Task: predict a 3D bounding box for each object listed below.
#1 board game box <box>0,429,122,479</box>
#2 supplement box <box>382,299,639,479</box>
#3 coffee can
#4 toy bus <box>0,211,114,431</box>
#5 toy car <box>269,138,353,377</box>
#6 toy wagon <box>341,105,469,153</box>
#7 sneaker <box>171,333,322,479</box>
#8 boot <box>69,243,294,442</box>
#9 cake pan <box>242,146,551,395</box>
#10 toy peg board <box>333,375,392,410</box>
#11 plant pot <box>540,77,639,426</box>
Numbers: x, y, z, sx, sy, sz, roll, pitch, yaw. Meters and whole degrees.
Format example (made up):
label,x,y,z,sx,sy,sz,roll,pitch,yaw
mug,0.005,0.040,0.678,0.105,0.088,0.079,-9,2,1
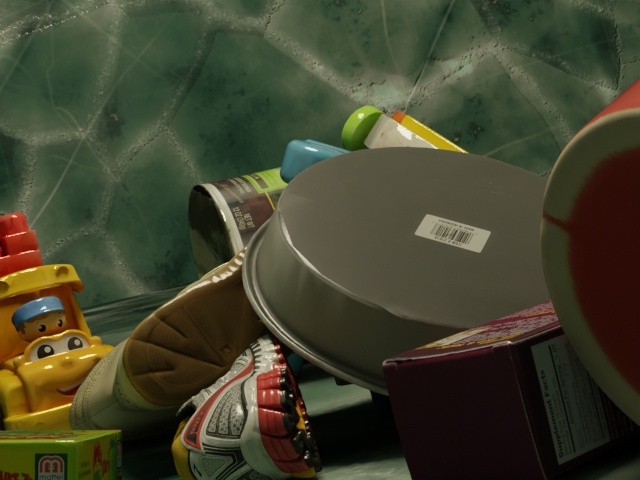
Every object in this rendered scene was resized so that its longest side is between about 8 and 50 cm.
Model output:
label,x,y,z,sx,sy,sz,roll,pitch,yaw
board game box,-0.189,0.148,0.975,0.092,0.043,0.181,0,-5,1
supplement box,0.142,0.082,0.886,0.188,0.081,0.104,-15,1,-42
coffee can,0.000,0.000,1.821,0.275,0.201,0.201,-14,4,-19
toy bus,-0.261,0.081,1.337,0.149,0.211,0.220,-12,4,-28
toy car,0.059,0.039,1.448,0.238,0.219,0.210,17,5,4
toy wagon,0.183,-0.035,1.574,0.267,0.068,0.344,37,7,36
sneaker,-0.056,0.119,0.997,0.092,0.088,0.225,-20,0,0
boot,-0.074,0.076,1.215,0.262,0.095,0.203,-32,-4,-31
cake pan,0.091,0.014,1.080,0.293,0.054,0.293,6,31,-4
toy peg board,0.111,0.088,1.166,0.161,0.079,0.160,-11,19,18
plant pot,0.268,-0.017,0.793,0.243,0.275,0.275,-25,10,-34
